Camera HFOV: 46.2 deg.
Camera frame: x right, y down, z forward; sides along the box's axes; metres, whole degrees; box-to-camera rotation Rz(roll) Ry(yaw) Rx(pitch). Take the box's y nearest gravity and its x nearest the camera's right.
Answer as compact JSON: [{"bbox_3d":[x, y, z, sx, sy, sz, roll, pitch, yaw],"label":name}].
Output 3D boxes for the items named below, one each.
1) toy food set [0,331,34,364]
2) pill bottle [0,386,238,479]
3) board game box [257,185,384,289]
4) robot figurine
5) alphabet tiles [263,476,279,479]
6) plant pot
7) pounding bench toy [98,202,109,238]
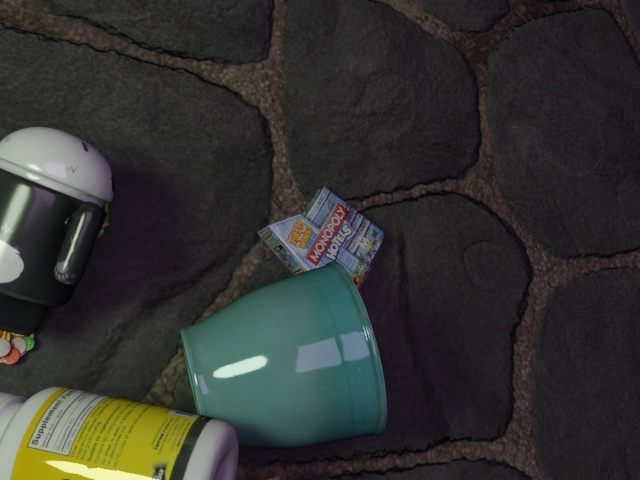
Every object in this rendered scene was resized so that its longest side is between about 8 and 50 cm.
[{"bbox_3d":[-0.452,0.135,1.074,0.083,0.020,0.082,10,72,-23],"label":"toy food set"},{"bbox_3d":[-0.288,0.294,0.960,0.334,0.188,0.188,9,70,8],"label":"pill bottle"},{"bbox_3d":[0.000,0.000,1.306,0.194,0.060,0.194,37,64,-13],"label":"board game box"},{"bbox_3d":[-0.391,-0.016,1.024,0.209,0.173,0.278,22,87,0],"label":"robot figurine"},{"bbox_3d":[-0.128,0.481,1.072,0.198,0.009,0.237,-6,80,-28],"label":"alphabet tiles"},{"bbox_3d":[-0.068,0.192,1.120,0.255,0.271,0.271,-13,82,-13],"label":"plant pot"},{"bbox_3d":[-0.348,-0.036,1.152,0.083,0.052,0.065,-25,88,-29],"label":"pounding bench toy"}]
